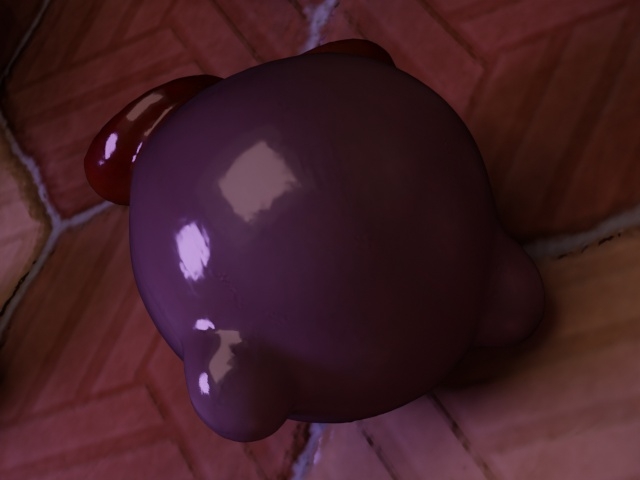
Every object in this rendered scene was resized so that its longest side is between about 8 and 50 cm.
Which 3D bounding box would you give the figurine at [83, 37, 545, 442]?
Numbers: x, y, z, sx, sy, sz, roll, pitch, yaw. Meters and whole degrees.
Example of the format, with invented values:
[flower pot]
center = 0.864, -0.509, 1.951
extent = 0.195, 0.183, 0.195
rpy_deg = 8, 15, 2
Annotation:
[figurine]
center = 0.000, 0.000, 0.713
extent = 0.173, 0.173, 0.173
rpy_deg = -20, 51, 26
